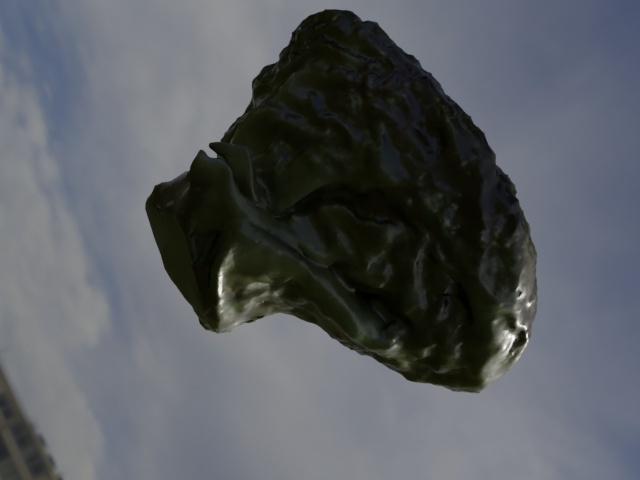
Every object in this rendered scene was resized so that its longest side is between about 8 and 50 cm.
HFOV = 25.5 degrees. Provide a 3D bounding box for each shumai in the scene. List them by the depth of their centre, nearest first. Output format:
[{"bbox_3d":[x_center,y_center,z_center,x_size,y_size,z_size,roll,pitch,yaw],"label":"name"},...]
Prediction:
[{"bbox_3d":[0.000,-0.001,0.417,0.124,0.087,0.099,52,-23,21],"label":"shumai"}]
